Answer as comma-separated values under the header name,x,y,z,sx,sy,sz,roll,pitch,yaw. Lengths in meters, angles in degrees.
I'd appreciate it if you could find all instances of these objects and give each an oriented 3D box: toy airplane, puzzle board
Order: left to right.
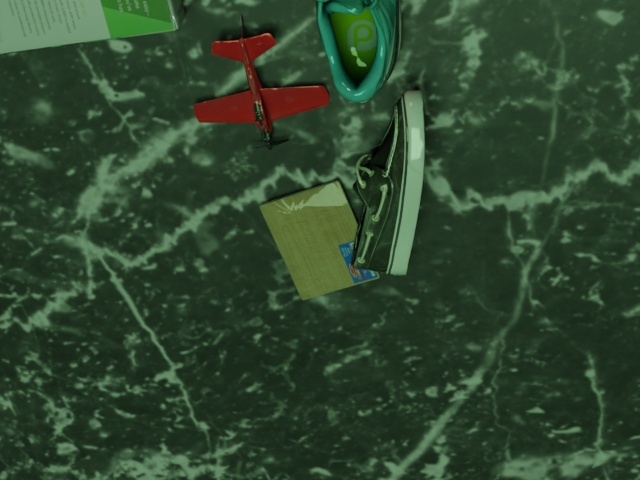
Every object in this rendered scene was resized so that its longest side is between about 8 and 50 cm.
name,x,y,z,sx,sy,sz,roll,pitch,yaw
toy airplane,-0.067,-0.163,1.553,0.151,0.028,0.151,3,118,6
puzzle board,0.000,0.000,1.641,0.096,0.011,0.128,-17,115,16

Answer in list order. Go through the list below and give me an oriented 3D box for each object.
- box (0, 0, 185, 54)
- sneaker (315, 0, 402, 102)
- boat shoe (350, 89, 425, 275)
name,x,y,z,sx,sy,sz,roll,pitch,yaw
box,-0.317,-0.308,1.502,0.322,0.058,0.232,-5,117,13
sneaker,0.036,-0.266,1.435,0.107,0.110,0.275,-3,117,11
boat shoe,0.070,-0.058,1.556,0.070,0.078,0.219,5,121,-2
